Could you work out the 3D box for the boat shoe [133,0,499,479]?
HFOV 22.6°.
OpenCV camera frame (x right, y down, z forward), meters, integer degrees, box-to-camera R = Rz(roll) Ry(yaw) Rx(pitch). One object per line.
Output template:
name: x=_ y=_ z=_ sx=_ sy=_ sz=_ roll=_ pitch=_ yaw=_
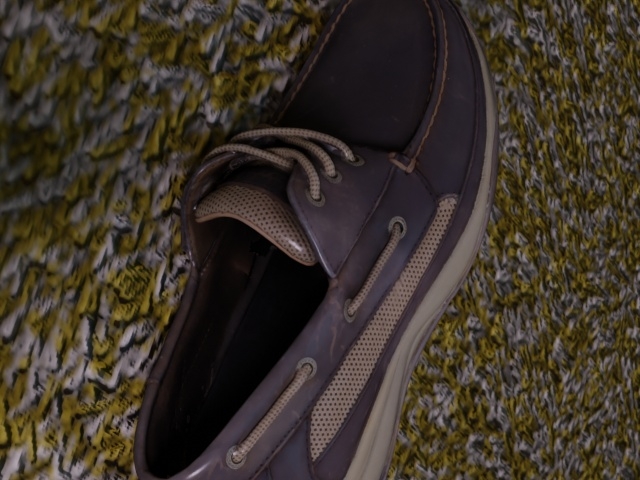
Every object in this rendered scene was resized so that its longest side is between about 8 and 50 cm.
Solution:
boat shoe: x=0.000 y=0.000 z=0.859 sx=0.130 sy=0.132 sz=0.355 roll=41 pitch=57 yaw=-49
